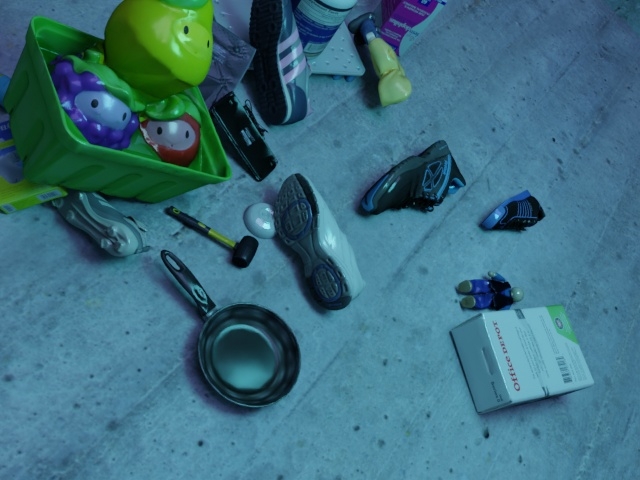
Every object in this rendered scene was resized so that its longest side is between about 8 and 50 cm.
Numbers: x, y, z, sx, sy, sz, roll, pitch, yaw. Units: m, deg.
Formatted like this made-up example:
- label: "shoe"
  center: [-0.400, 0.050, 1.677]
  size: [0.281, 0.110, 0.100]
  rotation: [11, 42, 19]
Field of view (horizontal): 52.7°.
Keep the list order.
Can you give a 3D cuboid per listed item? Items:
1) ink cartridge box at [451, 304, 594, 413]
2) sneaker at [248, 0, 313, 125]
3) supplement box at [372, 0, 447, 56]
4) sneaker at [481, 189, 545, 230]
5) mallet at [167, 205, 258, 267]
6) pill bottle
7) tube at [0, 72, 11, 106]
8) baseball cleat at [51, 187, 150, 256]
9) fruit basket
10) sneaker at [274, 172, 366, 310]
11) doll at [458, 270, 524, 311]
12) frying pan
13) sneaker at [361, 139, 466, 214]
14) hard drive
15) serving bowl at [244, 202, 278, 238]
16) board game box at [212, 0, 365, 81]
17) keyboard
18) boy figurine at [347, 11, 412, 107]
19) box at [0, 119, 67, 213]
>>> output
- label: "ink cartridge box"
  center: [0.452, 0.261, 1.447]
  size: [0.273, 0.115, 0.198]
  rotation: [-1, 65, -32]
- label: "sneaker"
  center: [-0.081, -0.427, 1.481]
  size: [0.131, 0.112, 0.318]
  rotation: [-16, 109, -48]
- label: "supplement box"
  center: [0.237, -0.636, 1.789]
  size: [0.111, 0.220, 0.113]
  rotation: [16, 57, -23]
- label: "sneaker"
  center: [0.519, -0.064, 1.709]
  size: [0.232, 0.081, 0.090]
  rotation: [-25, 71, -41]
- label: "mallet"
  center: [-0.207, -0.021, 1.267]
  size: [0.190, 0.039, 0.062]
  rotation: [35, 50, -4]
- label: "pill bottle"
  center: [-0.003, -0.561, 1.499]
  size: [0.153, 0.265, 0.153]
  rotation: [16, 55, -24]
- label: "tube"
  center: [-0.647, -0.309, 1.163]
  size: [0.207, 0.052, 0.080]
  rotation: [27, 42, -7]
- label: "baseball cleat"
  center: [-0.389, -0.041, 1.152]
  size: [0.206, 0.072, 0.109]
  rotation: [44, 15, 15]
- label: "fruit basket"
  center: [-0.290, -0.255, 1.084]
  size: [0.392, 0.392, 0.282]
  rotation: [-10, 67, -36]
- label: "sneaker"
  center: [0.000, 0.000, 1.344]
  size: [0.129, 0.111, 0.297]
  rotation: [-11, 78, -60]
- label: "doll"
  center: [0.416, 0.134, 1.550]
  size: [0.189, 0.046, 0.129]
  rotation: [1, 72, -34]
- label: "frying pan"
  center: [-0.183, 0.174, 1.151]
  size: [0.326, 0.053, 0.197]
  rotation: [30, 51, -11]
- label: "sneaker"
  center: [0.236, -0.130, 1.548]
  size: [0.341, 0.125, 0.139]
  rotation: [-32, 87, -38]
- label: "hard drive"
  center: [-0.265, -0.359, 1.389]
  size: [0.172, 0.054, 0.254]
  rotation: [32, 65, -11]
- label: "serving bowl"
  center: [-0.116, -0.046, 1.341]
  size: [0.083, 0.027, 0.083]
  rotation: [15, 56, -23]
- label: "board game box"
  center: [-0.113, -0.574, 1.646]
  size: [0.390, 0.050, 0.389]
  rotation: [-7, 67, -34]
- label: "keyboard"
  center: [-0.162, -0.226, 1.396]
  size: [0.100, 0.038, 0.192]
  rotation: [-47, 115, -35]
- label: "boy figurine"
  center: [0.164, -0.460, 1.696]
  size: [0.177, 0.092, 0.285]
  rotation: [46, 23, -61]
- label: "box"
  center: [-0.513, -0.145, 1.116]
  size: [0.109, 0.042, 0.178]
  rotation: [-19, 71, -5]
